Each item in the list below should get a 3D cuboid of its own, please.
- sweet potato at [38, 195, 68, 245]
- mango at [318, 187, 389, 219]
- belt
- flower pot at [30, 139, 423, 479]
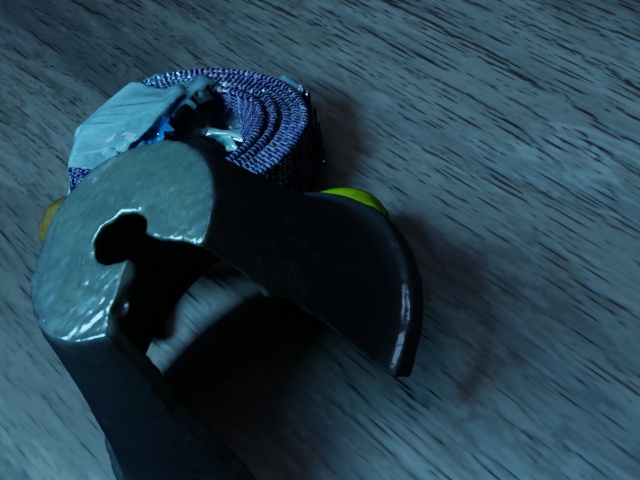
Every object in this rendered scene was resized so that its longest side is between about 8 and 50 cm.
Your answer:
[{"bbox_3d":[-0.241,0.017,2.164,0.097,0.097,0.292,-37,36,-11],"label":"sweet potato"},{"bbox_3d":[0.003,-0.005,2.021,0.163,0.089,0.117,4,52,39],"label":"mango"},{"bbox_3d":[-0.147,-0.086,2.148,0.260,0.122,0.325,15,38,23],"label":"belt"},{"bbox_3d":[-0.125,0.056,1.829,0.379,0.251,0.379,-22,47,27],"label":"flower pot"}]
